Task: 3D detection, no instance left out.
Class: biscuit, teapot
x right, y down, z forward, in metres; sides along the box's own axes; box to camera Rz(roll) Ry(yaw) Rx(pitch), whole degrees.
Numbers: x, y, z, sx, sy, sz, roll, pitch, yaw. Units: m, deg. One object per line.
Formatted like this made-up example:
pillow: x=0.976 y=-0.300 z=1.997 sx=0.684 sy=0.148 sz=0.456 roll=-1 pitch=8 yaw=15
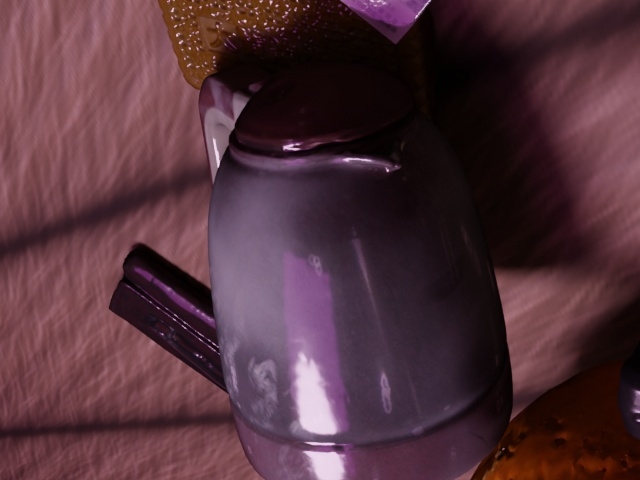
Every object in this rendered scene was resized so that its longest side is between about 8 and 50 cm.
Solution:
biscuit: x=-0.023 y=-0.159 z=0.964 sx=0.254 sy=0.029 sz=0.172 roll=18 pitch=145 yaw=24
teapot: x=0.000 y=0.000 z=0.947 sx=0.315 sy=0.233 sz=0.312 roll=28 pitch=135 yaw=52

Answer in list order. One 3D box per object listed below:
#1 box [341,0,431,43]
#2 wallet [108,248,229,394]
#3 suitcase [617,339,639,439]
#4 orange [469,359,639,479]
box: x=0.058 y=-0.186 z=0.828 sx=0.054 sy=0.024 sz=0.083 roll=38 pitch=130 yaw=-4
wallet: x=-0.159 y=0.113 z=1.454 sx=0.229 sy=0.049 sz=0.182 roll=35 pitch=152 yaw=1
suitcase: x=0.360 y=0.077 z=0.760 sx=0.285 sy=0.206 sz=0.066 roll=13 pitch=135 yaw=32
orange: x=0.249 y=0.295 z=0.957 sx=0.326 sy=0.424 sz=0.424 roll=25 pitch=150 yaw=-4
